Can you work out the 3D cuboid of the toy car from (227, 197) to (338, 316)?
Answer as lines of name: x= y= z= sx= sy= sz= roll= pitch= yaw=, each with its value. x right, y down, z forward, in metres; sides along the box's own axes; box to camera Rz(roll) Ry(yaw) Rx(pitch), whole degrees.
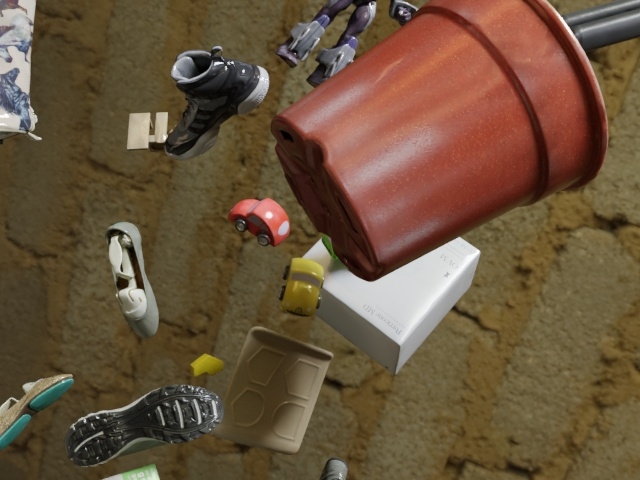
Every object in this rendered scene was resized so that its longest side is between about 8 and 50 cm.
toy car: x=0.000 y=0.000 z=1.167 sx=0.224 sy=0.239 sz=0.053 roll=-10 pitch=140 yaw=-31

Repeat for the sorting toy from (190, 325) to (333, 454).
sorting toy: x=-0.132 y=0.284 z=1.482 sx=0.307 sy=0.041 sz=0.229 roll=25 pitch=85 yaw=-34

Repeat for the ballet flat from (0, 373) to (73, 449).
ballet flat: x=-0.604 y=0.333 z=1.550 sx=0.206 sy=0.067 sz=0.073 roll=-42 pitch=156 yaw=-18

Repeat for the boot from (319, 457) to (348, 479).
boot: x=-0.017 y=0.518 z=1.343 sx=0.247 sy=0.083 sz=0.161 roll=-57 pitch=-176 yaw=8

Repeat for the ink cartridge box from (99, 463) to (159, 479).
ink cartridge box: x=-0.415 y=0.509 z=1.316 sx=0.272 sy=0.115 sz=0.198 roll=-10 pitch=150 yaw=-27

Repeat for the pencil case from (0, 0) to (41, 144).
pencil case: x=-0.640 y=-0.400 z=1.495 sx=0.183 sy=0.159 sz=0.411 roll=6 pitch=87 yaw=-47

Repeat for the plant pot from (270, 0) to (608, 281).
plant pot: x=0.108 y=-0.106 z=0.814 sx=0.265 sy=0.272 sz=0.272 roll=-32 pitch=159 yaw=-10

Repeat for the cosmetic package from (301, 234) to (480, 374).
cosmetic package: x=0.110 y=0.062 z=1.292 sx=0.225 sy=0.224 sz=0.138 roll=-46 pitch=158 yaw=-21

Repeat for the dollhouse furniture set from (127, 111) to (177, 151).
dollhouse furniture set: x=-0.461 y=-0.270 z=2.168 sx=0.151 sy=0.144 sz=0.123 roll=89 pitch=-2 yaw=-60

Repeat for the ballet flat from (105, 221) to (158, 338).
ballet flat: x=-0.342 y=0.073 z=1.342 sx=0.068 sy=0.072 sz=0.213 roll=-11 pitch=89 yaw=-76

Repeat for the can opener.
can opener: x=0.399 y=-0.305 z=1.190 sx=0.076 sy=0.283 sz=0.095 roll=-111 pitch=-172 yaw=-45

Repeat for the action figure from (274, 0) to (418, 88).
action figure: x=0.059 y=-0.363 z=1.146 sx=0.285 sy=0.185 sz=0.099 roll=-55 pitch=-159 yaw=1

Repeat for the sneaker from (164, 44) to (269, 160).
sneaker: x=-0.234 y=-0.262 z=1.411 sx=0.268 sy=0.153 sz=0.101 roll=-33 pitch=-132 yaw=28

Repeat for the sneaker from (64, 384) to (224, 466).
sneaker: x=-0.302 y=0.318 z=1.326 sx=0.108 sy=0.271 sz=0.100 roll=98 pitch=-23 yaw=-78
